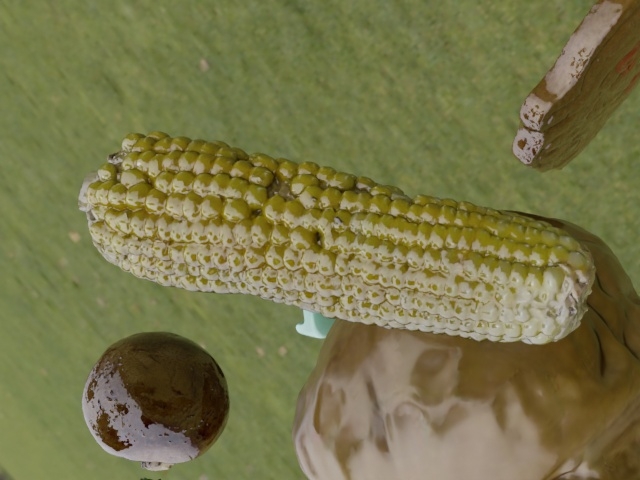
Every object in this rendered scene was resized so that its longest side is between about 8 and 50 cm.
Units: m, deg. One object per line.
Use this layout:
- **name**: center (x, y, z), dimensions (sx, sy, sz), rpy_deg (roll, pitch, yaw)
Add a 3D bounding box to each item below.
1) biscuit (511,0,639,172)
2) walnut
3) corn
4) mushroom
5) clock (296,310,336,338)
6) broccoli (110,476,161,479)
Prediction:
- **biscuit**: center (0.303, -0.179, 1.223), dimensions (0.049, 0.257, 0.273), rpy_deg (41, -171, 20)
- **walnut**: center (0.162, 0.156, 1.040), dimensions (0.308, 0.398, 0.354), rpy_deg (-6, 106, 37)
- **corn**: center (0.000, 0.000, 0.680), dimensions (0.319, 0.097, 0.097), rpy_deg (12, 148, 14)
- **mushroom**: center (-0.141, 0.134, 0.983), dimensions (0.127, 0.127, 0.087), rpy_deg (46, 149, 4)
- **clock**: center (0.009, 0.034, 1.263), dimensions (0.041, 0.101, 0.135), rpy_deg (5, 109, 47)
- **broccoli**: center (-0.091, 0.232, 0.470), dimensions (0.254, 0.269, 0.269), rpy_deg (-14, 118, 41)
